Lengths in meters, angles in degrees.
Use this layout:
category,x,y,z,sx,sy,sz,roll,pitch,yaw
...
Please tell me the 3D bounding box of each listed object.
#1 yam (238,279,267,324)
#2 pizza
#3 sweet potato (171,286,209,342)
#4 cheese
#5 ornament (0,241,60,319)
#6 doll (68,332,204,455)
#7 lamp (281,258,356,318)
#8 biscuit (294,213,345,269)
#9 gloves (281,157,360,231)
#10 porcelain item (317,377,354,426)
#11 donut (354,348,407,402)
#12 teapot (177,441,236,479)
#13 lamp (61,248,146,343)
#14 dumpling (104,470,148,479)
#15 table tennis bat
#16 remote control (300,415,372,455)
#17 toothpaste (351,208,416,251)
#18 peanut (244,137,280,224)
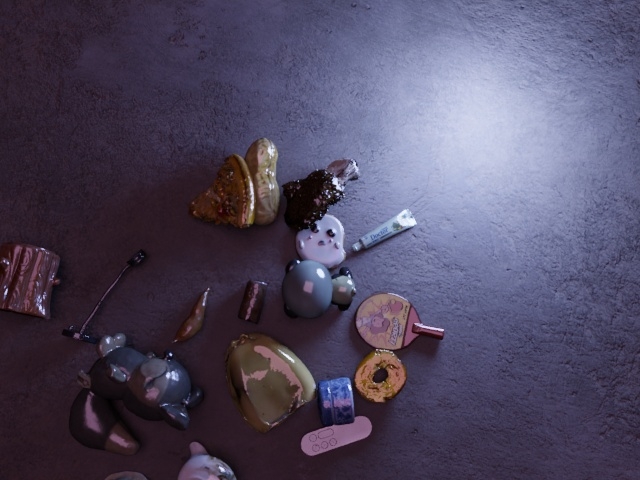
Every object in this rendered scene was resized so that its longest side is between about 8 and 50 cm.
category,x,y,z,sx,sy,sz,roll,pitch,yaw
yam,-0.231,0.208,1.922,0.079,0.079,0.141,14,79,1
pizza,-0.332,-0.172,1.923,0.287,0.074,0.251,7,82,29
sweet potato,-0.420,0.263,1.915,0.068,0.068,0.226,28,66,3
cheese,-0.187,0.450,1.858,0.259,0.128,0.316,-36,89,-16
ornament,-0.982,0.129,1.850,0.235,0.221,0.218,3,74,26
doll,-0.577,0.513,1.812,0.382,0.252,0.379,29,111,7
lamp,-0.010,0.163,1.895,0.243,0.197,0.198,2,78,-19
biscuit,0.000,0.000,1.986,0.180,0.049,0.208,1,80,-3
gloves,-0.013,-0.166,1.954,0.210,0.135,0.312,24,68,42
porcelain item,0.047,0.524,1.835,0.114,0.147,0.147,-7,79,-1
donut,0.198,0.457,1.898,0.178,0.065,0.162,-34,77,-7
teapot,-0.344,0.782,1.780,0.204,0.139,0.298,-38,85,19
lamp,-0.703,0.201,1.918,0.108,0.130,0.371,44,66,-16
dumpling,-0.636,0.801,1.786,0.155,0.181,0.111,40,118,34
table tennis bat,0.270,0.289,1.948,0.310,0.038,0.200,12,80,4
remote control,0.053,0.646,1.875,0.244,0.022,0.077,-17,82,-5
toothpaste,0.222,-0.029,2.007,0.255,0.037,0.067,-28,81,-11
peanut,-0.205,-0.207,1.969,0.146,0.147,0.306,-2,79,-3
